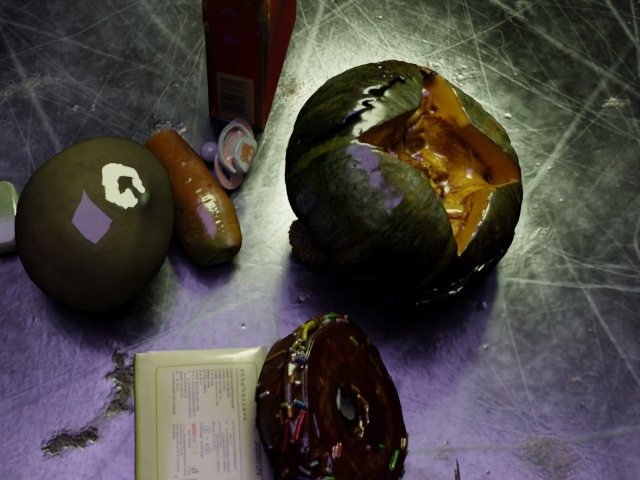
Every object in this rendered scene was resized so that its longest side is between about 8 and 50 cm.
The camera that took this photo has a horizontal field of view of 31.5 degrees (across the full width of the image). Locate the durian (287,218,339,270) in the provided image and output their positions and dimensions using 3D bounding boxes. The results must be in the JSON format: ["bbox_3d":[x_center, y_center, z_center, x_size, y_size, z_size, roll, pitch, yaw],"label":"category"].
[{"bbox_3d":[0.000,0.000,1.459,0.080,0.080,0.091,-23,80,-12],"label":"durian"}]

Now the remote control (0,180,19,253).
[{"bbox_3d":[-0.503,-0.014,1.465,0.234,0.038,0.098,-11,66,-6],"label":"remote control"}]

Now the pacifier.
[{"bbox_3d":[-0.129,-0.120,1.513,0.078,0.081,0.099,7,62,32],"label":"pacifier"}]

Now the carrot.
[{"bbox_3d":[-0.167,-0.058,1.472,0.087,0.087,0.193,-24,70,-12],"label":"carrot"}]

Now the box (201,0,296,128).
[{"bbox_3d":[-0.087,-0.309,1.461,0.089,0.313,0.197,14,66,2],"label":"box"}]

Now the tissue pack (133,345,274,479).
[{"bbox_3d":[-0.133,0.252,1.310,0.159,0.125,0.234,-3,65,-5],"label":"tissue pack"}]

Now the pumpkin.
[{"bbox_3d":[0.105,-0.075,1.395,0.320,0.192,0.320,16,60,-30],"label":"pumpkin"}]

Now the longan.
[{"bbox_3d":[-0.276,-0.021,1.394,0.197,0.196,0.220,11,77,3],"label":"longan"}]

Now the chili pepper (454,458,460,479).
[{"bbox_3d":[0.148,0.347,1.300,0.084,0.086,0.192,0,73,29],"label":"chili pepper"}]

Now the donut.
[{"bbox_3d":[0.009,0.201,1.299,0.089,0.235,0.235,-19,61,31],"label":"donut"}]
